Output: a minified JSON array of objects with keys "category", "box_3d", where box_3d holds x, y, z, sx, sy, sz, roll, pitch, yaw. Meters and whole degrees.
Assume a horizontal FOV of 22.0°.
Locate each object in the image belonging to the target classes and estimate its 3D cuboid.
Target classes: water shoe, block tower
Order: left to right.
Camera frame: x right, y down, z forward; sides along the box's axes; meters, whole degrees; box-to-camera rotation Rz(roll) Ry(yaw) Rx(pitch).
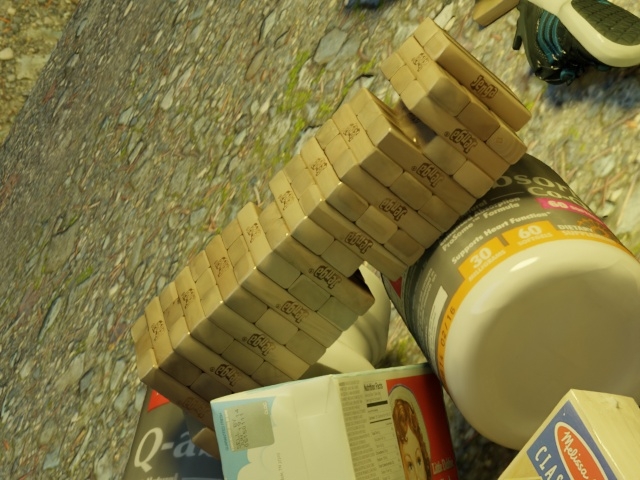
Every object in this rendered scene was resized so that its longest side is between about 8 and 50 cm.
[{"category":"block tower","box_3d":[0.000,0.000,1.177,0.335,0.097,0.091,-47,26,11]},{"category":"water shoe","box_3d":[0.219,-0.164,1.388,0.203,0.073,0.080,-115,36,-65]}]

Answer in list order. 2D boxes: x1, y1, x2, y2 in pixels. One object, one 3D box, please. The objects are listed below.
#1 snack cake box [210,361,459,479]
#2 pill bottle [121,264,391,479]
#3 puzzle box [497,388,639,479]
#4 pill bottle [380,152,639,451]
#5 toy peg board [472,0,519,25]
[{"category":"snack cake box","box_3d":[0.023,0.167,1.122,0.089,0.264,0.152,-14,83,17]},{"category":"pill bottle","box_3d":[-0.054,0.194,1.334,0.210,0.210,0.363,-32,38,46]},{"category":"puzzle box","box_3d":[0.158,0.313,0.829,0.272,0.052,0.409,-57,40,29]},{"category":"pill bottle","box_3d":[0.133,0.024,1.221,0.162,0.162,0.278,-55,26,13]},{"category":"toy peg board","box_3d":[0.188,-0.318,1.572,0.161,0.079,0.160,-31,38,46]}]
